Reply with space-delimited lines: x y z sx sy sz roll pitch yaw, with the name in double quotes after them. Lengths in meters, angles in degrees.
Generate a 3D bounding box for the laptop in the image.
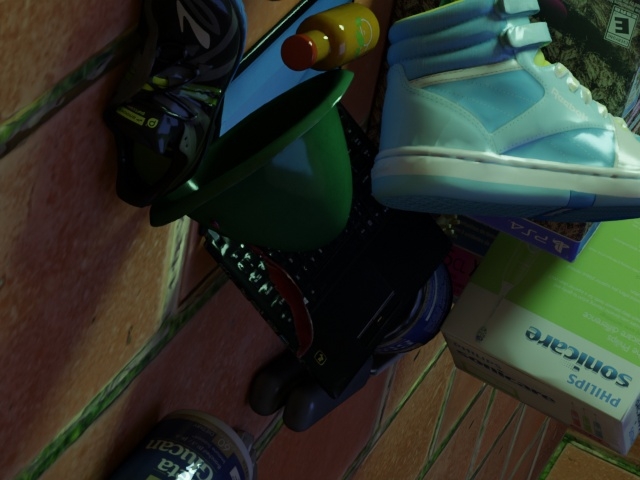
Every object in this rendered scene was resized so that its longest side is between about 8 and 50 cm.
0.020 -0.055 1.445 0.136 0.264 0.234 -30 -167 43 "laptop"

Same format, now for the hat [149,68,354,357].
0.000 0.000 1.254 0.173 0.183 0.208 -33 -167 10 "hat"

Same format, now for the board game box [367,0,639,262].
0.189 -0.167 1.661 0.141 0.232 0.291 -48 156 -46 "board game box"

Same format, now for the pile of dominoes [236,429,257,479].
-0.125 0.303 1.731 0.196 0.040 0.251 92 19 -53 "pile of dominoes"

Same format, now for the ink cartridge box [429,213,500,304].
0.238 -0.141 2.007 0.270 0.151 0.395 -31 144 -63 "ink cartridge box"

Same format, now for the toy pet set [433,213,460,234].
0.099 -0.063 1.863 0.114 0.065 0.122 -52 128 -38 "toy pet set"

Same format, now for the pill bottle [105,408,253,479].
-0.132 0.217 1.428 0.169 0.094 0.094 -48 157 -48 "pill bottle"

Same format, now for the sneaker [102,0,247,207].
-0.095 -0.096 1.137 0.078 0.067 0.188 -57 166 -50 "sneaker"

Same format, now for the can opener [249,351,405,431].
0.008 0.147 1.821 0.283 0.076 0.095 -29 140 -63 "can opener"

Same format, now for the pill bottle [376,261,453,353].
0.064 0.049 1.771 0.122 0.123 0.219 -66 164 0 "pill bottle"

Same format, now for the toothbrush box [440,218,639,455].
0.285 0.039 1.817 0.283 0.206 0.122 -57 158 -15 "toothbrush box"

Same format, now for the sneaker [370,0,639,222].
0.195 -0.123 1.496 0.127 0.319 0.208 163 -72 -63 "sneaker"

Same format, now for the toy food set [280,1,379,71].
0.008 -0.233 1.189 0.104 0.111 0.232 -35 148 -62 "toy food set"
